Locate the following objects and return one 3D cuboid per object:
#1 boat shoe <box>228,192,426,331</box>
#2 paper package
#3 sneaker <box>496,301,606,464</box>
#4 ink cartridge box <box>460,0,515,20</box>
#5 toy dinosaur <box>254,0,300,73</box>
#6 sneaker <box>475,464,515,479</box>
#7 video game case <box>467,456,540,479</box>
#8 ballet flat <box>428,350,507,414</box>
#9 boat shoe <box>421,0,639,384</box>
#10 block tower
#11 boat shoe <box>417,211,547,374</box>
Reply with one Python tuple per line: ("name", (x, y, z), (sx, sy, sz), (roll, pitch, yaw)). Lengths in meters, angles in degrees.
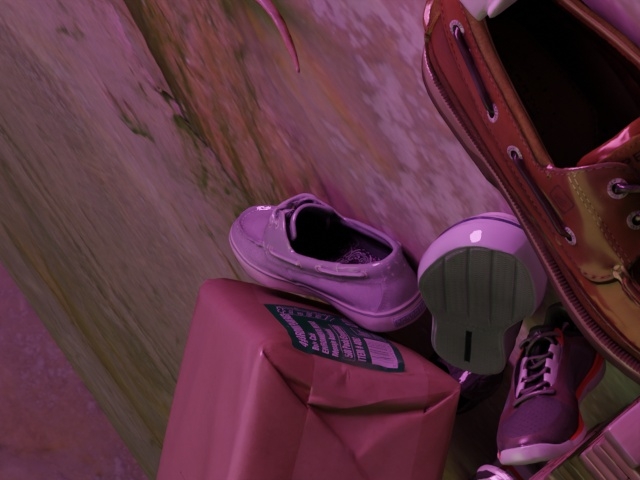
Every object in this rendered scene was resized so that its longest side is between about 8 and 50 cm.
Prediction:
("boat shoe", (0.000, 0.001, 1.561), (0.227, 0.079, 0.081), (25, 142, 47))
("paper package", (-0.031, 0.210, 1.573), (0.168, 0.309, 0.325), (10, -174, -13))
("sneaker", (0.143, 0.091, 1.249), (0.061, 0.158, 0.065), (-12, 110, 23))
("ink cartridge box", (0.046, -0.255, 0.802), (0.273, 0.115, 0.198), (51, 164, 5))
("toy dinosaur", (-0.071, -0.198, 1.372), (0.112, 0.064, 0.211), (40, 180, -26))
("sneaker", (0.133, 0.194, 1.333), (0.083, 0.037, 0.032), (46, 165, 28))
("video game case", (0.182, 0.340, 1.602), (0.285, 0.204, 0.025), (51, -155, 6))
("ballet flat", (0.106, 0.114, 1.537), (0.057, 0.049, 0.173), (52, 164, 6))
("boat shoe", (0.157, -0.027, 0.987), (0.307, 0.110, 0.104), (47, 164, 18))
("block tower", (0.212, 0.168, 1.293), (0.097, 0.091, 0.335), (49, 164, 9))
("boat shoe", (0.109, 0.018, 1.272), (0.083, 0.076, 0.226), (18, 159, 3))
